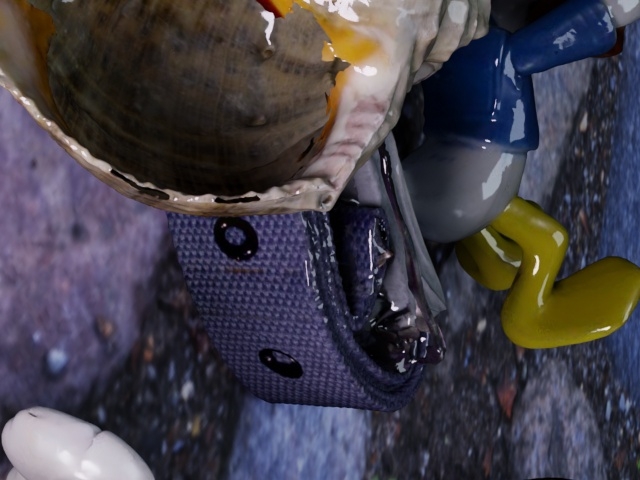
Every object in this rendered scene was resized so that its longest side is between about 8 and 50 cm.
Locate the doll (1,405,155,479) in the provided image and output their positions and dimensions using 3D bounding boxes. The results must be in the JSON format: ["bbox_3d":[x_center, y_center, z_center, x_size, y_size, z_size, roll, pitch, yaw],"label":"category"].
[{"bbox_3d":[-0.175,0.178,0.760,0.208,0.144,0.271,82,27,-57],"label":"doll"}]

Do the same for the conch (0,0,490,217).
[{"bbox_3d":[-0.052,-0.112,0.893,0.159,0.291,0.210,149,-57,-79],"label":"conch"}]

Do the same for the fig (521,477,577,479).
[{"bbox_3d":[0.178,0.293,1.291,0.235,0.214,0.235,2,90,-85],"label":"fig"}]

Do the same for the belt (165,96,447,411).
[{"bbox_3d":[0.000,0.000,1.044,0.139,0.126,0.230,-51,131,-45],"label":"belt"}]

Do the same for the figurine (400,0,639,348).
[{"bbox_3d":[0.126,-0.138,1.206,0.283,0.204,0.338,-48,123,-14],"label":"figurine"}]
